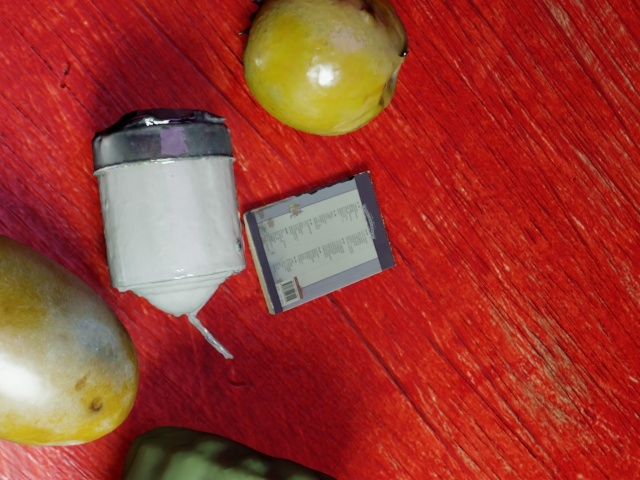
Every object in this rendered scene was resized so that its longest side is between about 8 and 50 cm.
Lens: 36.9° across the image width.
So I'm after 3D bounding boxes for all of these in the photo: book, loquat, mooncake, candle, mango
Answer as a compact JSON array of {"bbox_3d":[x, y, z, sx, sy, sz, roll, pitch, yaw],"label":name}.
[{"bbox_3d":[0.000,0.000,1.453,0.231,0.026,0.158,-20,99,-30],"label":"book"},{"bbox_3d":[0.001,-0.268,1.369,0.243,0.244,0.244,3,84,-30],"label":"loquat"},{"bbox_3d":[-0.084,0.359,1.183,0.356,0.356,0.194,26,76,-26],"label":"mooncake"},{"bbox_3d":[-0.187,-0.001,1.248,0.187,0.187,0.330,-8,90,-31],"label":"candle"},{"bbox_3d":[-0.368,0.107,1.107,0.384,0.198,0.222,43,34,-42],"label":"mango"}]
